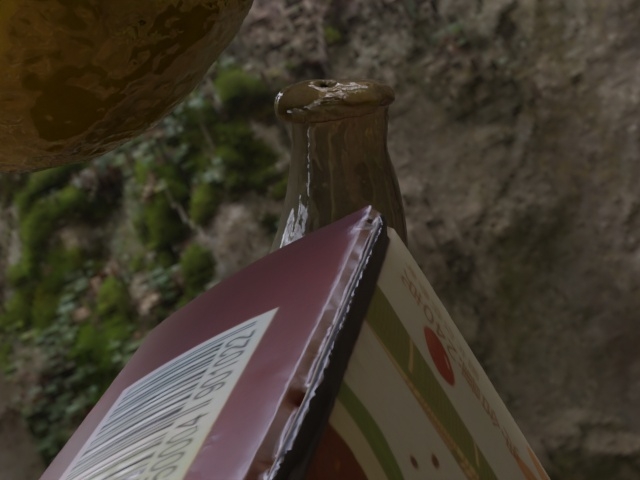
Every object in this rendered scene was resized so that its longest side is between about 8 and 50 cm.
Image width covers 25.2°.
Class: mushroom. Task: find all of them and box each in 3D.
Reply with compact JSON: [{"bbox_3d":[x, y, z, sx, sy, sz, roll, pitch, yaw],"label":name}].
[{"bbox_3d":[0.009,0.005,0.999,0.108,0.247,0.096,11,20,10],"label":"mushroom"}]

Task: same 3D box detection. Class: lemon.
[{"bbox_3d":[-0.222,-0.219,1.003,0.387,0.350,0.350,-29,-10,40],"label":"lemon"}]

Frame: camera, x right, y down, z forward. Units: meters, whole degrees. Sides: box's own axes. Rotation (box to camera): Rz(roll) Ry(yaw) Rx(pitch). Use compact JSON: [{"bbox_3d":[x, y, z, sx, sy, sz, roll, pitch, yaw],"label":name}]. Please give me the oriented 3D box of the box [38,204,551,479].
[{"bbox_3d":[0.047,0.219,0.451,0.122,0.385,0.344,-28,11,17],"label":"box"}]
